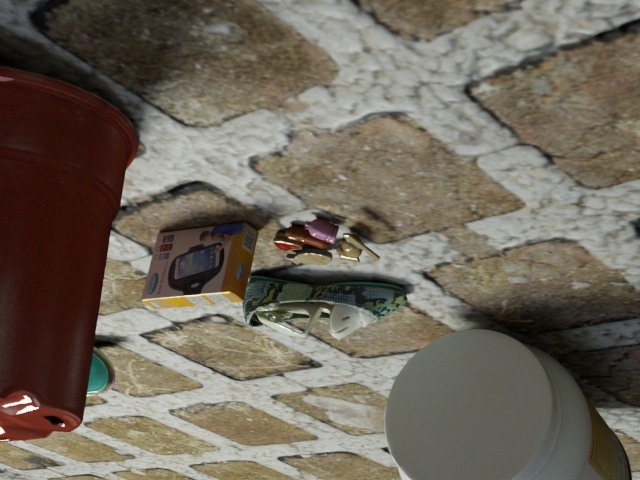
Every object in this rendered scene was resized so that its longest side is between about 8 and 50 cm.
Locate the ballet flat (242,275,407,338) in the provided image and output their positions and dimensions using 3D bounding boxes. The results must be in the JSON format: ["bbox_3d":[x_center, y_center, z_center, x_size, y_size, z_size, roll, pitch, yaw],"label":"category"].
[{"bbox_3d":[0.002,0.079,1.258,0.188,0.070,0.070,1,153,18],"label":"ballet flat"}]

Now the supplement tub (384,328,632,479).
[{"bbox_3d":[0.224,0.253,1.339,0.228,0.228,0.316,-4,151,28],"label":"supplement tub"}]

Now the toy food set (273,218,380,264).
[{"bbox_3d":[0.000,0.000,1.150,0.122,0.019,0.078,-1,153,41],"label":"toy food set"}]

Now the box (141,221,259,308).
[{"bbox_3d":[-0.133,0.027,1.183,0.136,0.081,0.028,-6,150,31],"label":"box"}]

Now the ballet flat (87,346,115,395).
[{"bbox_3d":[-0.379,0.170,1.604,0.222,0.076,0.079,9,173,15],"label":"ballet flat"}]

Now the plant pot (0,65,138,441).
[{"bbox_3d":[-0.300,0.027,0.977,0.273,0.265,0.272,-1,160,0],"label":"plant pot"}]
